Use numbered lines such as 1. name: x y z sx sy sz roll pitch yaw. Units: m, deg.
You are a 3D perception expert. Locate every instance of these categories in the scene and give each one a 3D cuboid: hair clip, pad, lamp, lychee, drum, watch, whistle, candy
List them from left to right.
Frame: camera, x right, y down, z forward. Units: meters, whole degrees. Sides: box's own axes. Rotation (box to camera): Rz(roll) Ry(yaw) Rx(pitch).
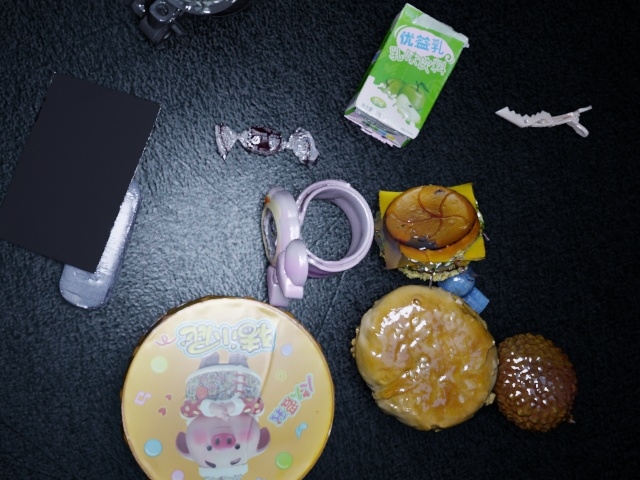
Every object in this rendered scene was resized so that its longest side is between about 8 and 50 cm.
1. pad: -0.495 -0.142 1.846 0.248 0.007 0.367 19 85 10
2. lamp: -0.214 -0.557 1.813 0.205 0.272 0.374 43 82 -8
3. drum: -0.186 0.312 1.820 0.431 0.214 0.431 0 87 -9
4. candy: -0.113 -0.203 1.931 0.226 0.051 0.094 8 90 -10
5. watch: 0.000 0.000 1.882 0.218 0.211 0.248 -5 80 -18
6. whistle: 0.307 0.097 1.977 0.158 0.090 0.090 44 82 -5
7. lychee: 0.459 0.309 1.948 0.238 0.200 0.200 44 82 -12
8. hair clip: 0.502 -0.267 2.048 0.226 0.034 0.072 -2 89 -9

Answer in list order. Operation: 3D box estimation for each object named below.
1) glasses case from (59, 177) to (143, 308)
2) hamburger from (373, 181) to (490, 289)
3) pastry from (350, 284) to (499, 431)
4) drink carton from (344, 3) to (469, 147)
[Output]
1. glasses case: -0.445 0.001 1.858 0.109 0.067 0.282 18 84 -1
2. hamburger: 0.230 -0.007 1.903 0.243 0.138 0.261 -4 48 6
3. pastry: 0.215 0.240 1.905 0.284 0.184 0.315 -42 96 -2
4. drink carton: 0.183 -0.346 1.958 0.161 0.108 0.271 28 84 -8
